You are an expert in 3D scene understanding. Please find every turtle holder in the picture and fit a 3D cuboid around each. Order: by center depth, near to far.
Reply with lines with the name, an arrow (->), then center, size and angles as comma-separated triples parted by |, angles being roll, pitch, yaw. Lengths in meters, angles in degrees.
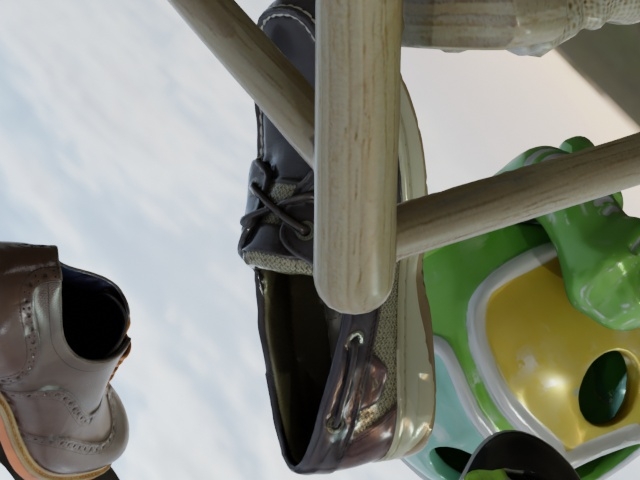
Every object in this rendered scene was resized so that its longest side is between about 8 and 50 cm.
turtle holder -> 0.157, 0.057, 1.222 | 0.243, 0.320, 0.227 | -2, -120, -48

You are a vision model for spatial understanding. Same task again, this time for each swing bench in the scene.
swing bench -> 0.086, -0.152, 0.415 | 0.253, 0.255, 0.165 | -17, -132, -30

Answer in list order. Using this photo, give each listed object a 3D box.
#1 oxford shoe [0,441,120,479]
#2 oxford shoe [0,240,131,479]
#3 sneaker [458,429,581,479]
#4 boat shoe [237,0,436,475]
oxford shoe -> -0.266, 0.195, 1.594 | 0.212, 0.076, 0.076 | 34, 176, 11
oxford shoe -> -0.204, 0.107, 1.376 | 0.364, 0.132, 0.130 | 62, -166, -64
sneaker -> 0.109, 0.154, 0.800 | 0.084, 0.097, 0.235 | 18, -148, -4
boat shoe -> 0.000, 0.000, 0.971 | 0.092, 0.285, 0.103 | -19, -162, -38
